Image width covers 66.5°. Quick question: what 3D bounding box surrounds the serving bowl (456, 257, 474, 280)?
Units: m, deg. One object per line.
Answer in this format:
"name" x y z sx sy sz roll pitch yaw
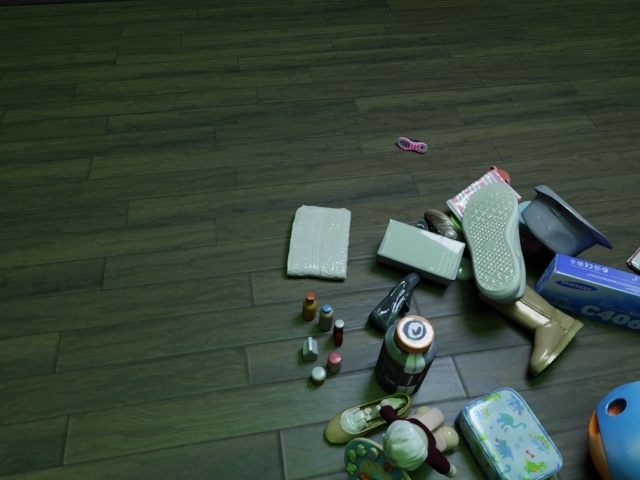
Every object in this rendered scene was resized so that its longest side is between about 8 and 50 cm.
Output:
"serving bowl" 0.446 0.084 1.523 0.083 0.027 0.083 2 51 -2

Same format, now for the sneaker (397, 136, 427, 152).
"sneaker" 0.355 -0.374 1.881 0.119 0.047 0.057 19 36 8

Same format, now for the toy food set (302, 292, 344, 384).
"toy food set" 0.007 0.259 1.313 0.111 0.104 0.232 -1 51 -4

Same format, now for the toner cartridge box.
"toner cartridge box" 0.819 0.159 1.394 0.348 0.165 0.075 16 53 11

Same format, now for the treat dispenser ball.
"treat dispenser ball" 0.751 0.457 1.072 0.288 0.288 0.288 1 51 -2

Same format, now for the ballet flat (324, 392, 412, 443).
"ballet flat" 0.119 0.428 1.204 0.232 0.073 0.080 -17 54 -15

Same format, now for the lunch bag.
"lunch bag" 0.450 0.478 1.168 0.176 0.090 0.219 -18 54 -15

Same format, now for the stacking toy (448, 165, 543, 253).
"stacking toy" 0.595 -0.089 1.603 0.280 0.130 0.309 -30 58 -24

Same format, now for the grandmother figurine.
"grandmother figurine" 0.209 0.418 1.051 0.208 0.342 0.104 29 88 25

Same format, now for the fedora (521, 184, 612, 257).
"fedora" 0.698 -0.035 1.435 0.124 0.244 0.275 -45 66 16

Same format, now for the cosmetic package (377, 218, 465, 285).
"cosmetic package" 0.302 0.037 1.488 0.238 0.107 0.127 18 76 9

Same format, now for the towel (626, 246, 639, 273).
"towel" 1.164 0.088 1.493 0.237 0.037 0.329 -44 63 -6

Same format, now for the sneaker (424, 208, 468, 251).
"sneaker" 0.399 -0.031 1.586 0.071 0.066 0.188 -32 59 -28

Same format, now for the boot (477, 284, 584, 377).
"boot" 0.564 0.227 1.385 0.236 0.089 0.269 -34 57 -30

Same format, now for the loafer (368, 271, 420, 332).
"loafer" 0.228 0.177 1.415 0.078 0.076 0.223 42 58 10

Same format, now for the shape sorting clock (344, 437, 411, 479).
"shape sorting clock" 0.125 0.522 1.047 0.040 0.206 0.206 -26 56 -36

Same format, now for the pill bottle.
"pill bottle" 0.214 0.283 1.213 0.131 0.245 0.130 1 52 -1

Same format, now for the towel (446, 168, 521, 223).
"towel" 0.529 -0.129 1.593 0.197 0.029 0.144 -35 63 3

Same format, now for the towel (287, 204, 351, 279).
"towel" 0.000 0.000 1.557 0.187 0.049 0.282 4 52 2

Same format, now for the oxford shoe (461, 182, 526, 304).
"oxford shoe" 0.518 0.005 1.445 0.169 0.130 0.449 -16 43 28

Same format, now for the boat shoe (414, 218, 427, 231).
"boat shoe" 0.324 -0.031 1.601 0.046 0.038 0.125 15 51 19
